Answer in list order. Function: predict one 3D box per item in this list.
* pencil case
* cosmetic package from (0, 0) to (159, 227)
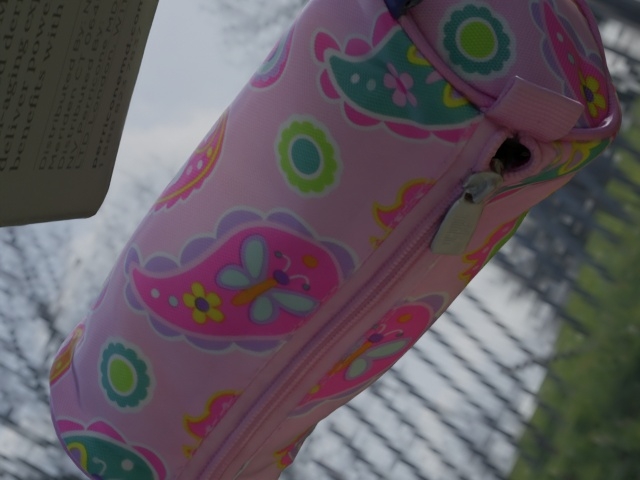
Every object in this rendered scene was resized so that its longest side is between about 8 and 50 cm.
[{"bbox_3d":[0.000,0.000,0.783,0.284,0.124,0.124,-48,-6,35],"label":"pencil case"},{"bbox_3d":[-0.204,-0.101,0.489,0.453,0.230,0.161,-10,-63,-78],"label":"cosmetic package"}]
